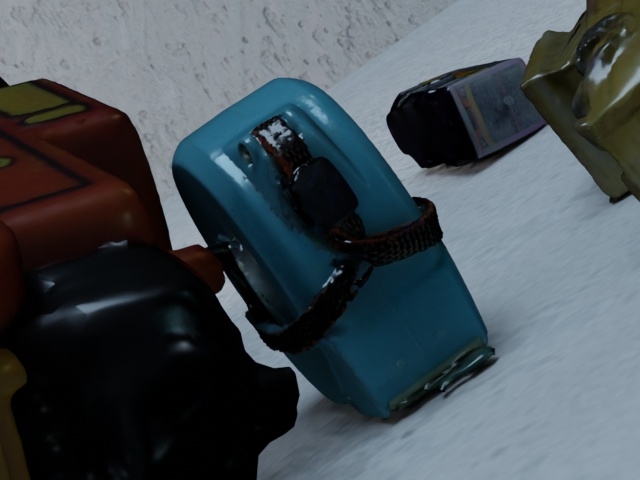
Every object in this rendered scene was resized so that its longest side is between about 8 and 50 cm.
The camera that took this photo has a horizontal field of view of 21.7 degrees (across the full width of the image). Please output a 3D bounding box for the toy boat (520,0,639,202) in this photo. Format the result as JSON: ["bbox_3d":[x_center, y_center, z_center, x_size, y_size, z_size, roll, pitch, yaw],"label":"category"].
[{"bbox_3d":[0.146,-0.083,0.728,0.121,0.089,0.321,-37,7,22],"label":"toy boat"}]

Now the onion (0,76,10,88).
[{"bbox_3d":[-0.339,0.083,0.875,0.398,0.398,0.420,-28,35,35],"label":"onion"}]

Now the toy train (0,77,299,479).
[{"bbox_3d":[-0.150,0.035,0.611,0.232,0.163,0.369,-21,22,-23],"label":"toy train"}]

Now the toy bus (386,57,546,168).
[{"bbox_3d":[0.092,-0.084,1.083,0.072,0.057,0.172,-25,6,-7],"label":"toy bus"}]

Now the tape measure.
[{"bbox_3d":[0.000,0.000,0.650,0.081,0.125,0.146,-36,8,-11],"label":"tape measure"}]
